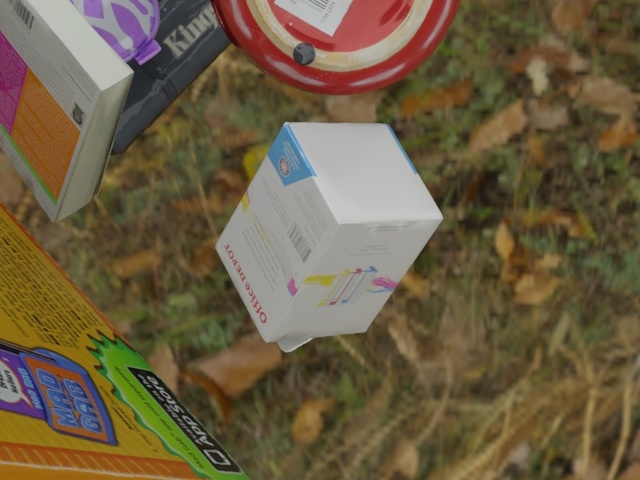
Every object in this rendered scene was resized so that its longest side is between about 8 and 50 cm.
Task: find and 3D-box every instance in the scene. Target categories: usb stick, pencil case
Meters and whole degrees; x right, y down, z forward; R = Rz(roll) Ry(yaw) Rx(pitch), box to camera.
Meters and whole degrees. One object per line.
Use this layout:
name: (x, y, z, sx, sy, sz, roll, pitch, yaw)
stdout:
usb stick: (-0.110, -0.184, 1.497, 0.077, 0.045, 0.278, 46, 73, -9)
pencil case: (-0.187, -0.207, 1.443, 0.086, 0.088, 0.206, -34, 28, 1)

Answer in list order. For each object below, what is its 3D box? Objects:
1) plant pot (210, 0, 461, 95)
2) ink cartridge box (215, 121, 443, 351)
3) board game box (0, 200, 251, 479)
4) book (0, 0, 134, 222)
plant pot: (0.014, -0.191, 1.255, 0.191, 0.174, 0.191, -1, 103, -3)
ink cartridge box: (0.000, 0.000, 1.221, 0.090, 0.143, 0.092, -3, 51, -35)
board game box: (-0.327, 0.111, 0.794, 0.356, 0.356, 0.356, 45, 101, 26)
book: (-0.161, -0.087, 1.034, 0.035, 0.144, 0.096, -34, 77, -30)
